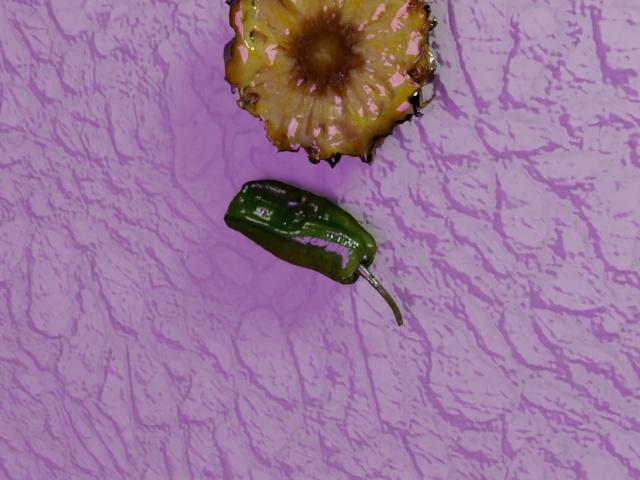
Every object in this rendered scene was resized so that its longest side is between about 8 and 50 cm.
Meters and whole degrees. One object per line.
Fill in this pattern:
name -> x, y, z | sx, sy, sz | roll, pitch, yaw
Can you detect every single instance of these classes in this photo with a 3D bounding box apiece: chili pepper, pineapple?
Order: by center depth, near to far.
pineapple -> 0.014, -0.171, 0.852 | 0.225, 0.076, 0.225 | 5, 103, 23
chili pepper -> 0.001, -0.001, 0.911 | 0.204, 0.073, 0.072 | 27, 81, 17
